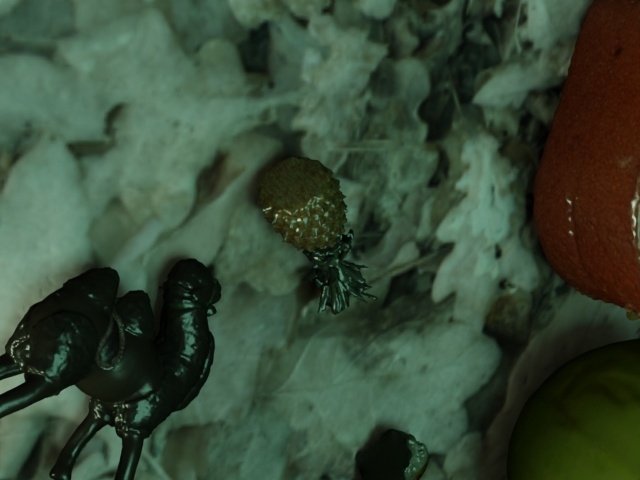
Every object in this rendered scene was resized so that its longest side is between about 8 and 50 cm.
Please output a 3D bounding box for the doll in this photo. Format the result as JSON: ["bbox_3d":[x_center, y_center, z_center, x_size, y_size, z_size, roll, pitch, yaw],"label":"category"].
[{"bbox_3d":[-0.126,0.072,0.752,0.139,0.057,0.165,47,69,-36],"label":"doll"}]

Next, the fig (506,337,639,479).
[{"bbox_3d":[0.278,0.201,0.952,0.239,0.271,0.239,-8,115,-19],"label":"fig"}]

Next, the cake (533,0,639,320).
[{"bbox_3d":[0.270,-0.077,0.924,0.177,0.151,0.283,19,95,-27],"label":"cake"}]

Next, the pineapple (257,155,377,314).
[{"bbox_3d":[0.000,0.000,0.825,0.058,0.058,0.124,-42,140,-16],"label":"pineapple"}]

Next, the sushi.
[{"bbox_3d":[0.050,0.182,0.936,0.046,0.044,0.083,19,98,-60],"label":"sushi"}]
